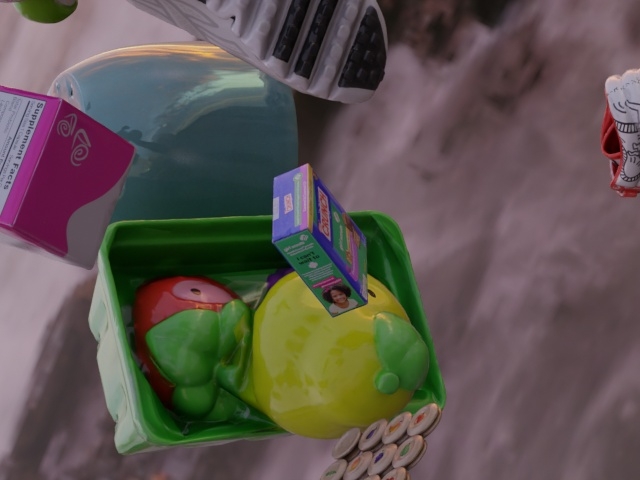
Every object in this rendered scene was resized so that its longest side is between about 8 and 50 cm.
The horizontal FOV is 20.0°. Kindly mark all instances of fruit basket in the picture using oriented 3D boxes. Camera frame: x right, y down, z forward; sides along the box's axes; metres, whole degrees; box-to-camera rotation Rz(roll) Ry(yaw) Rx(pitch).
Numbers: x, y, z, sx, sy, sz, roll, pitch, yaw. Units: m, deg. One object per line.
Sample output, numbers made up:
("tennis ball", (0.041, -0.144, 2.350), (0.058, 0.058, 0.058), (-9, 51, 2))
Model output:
("fruit basket", (-0.030, 0.093, 1.876), (0.392, 0.392, 0.283), (-41, 58, 52))

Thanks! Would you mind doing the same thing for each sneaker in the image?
("sneaker", (-0.076, -0.196, 1.373), (0.118, 0.292, 0.110), (-3, 59, 63))
("sneaker", (0.317, -0.060, 1.519), (0.145, 0.270, 0.090), (-16, 50, 12))

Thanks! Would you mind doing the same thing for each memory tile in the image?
("memory tile", (0.044, 0.199, 1.617), (0.148, 0.012, 0.113), (-27, 26, 50))

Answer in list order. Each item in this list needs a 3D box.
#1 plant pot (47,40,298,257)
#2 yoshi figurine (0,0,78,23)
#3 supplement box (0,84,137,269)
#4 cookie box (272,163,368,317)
("plant pot", (-0.193, -0.098, 2.108), (0.293, 0.235, 0.293), (-13, 75, 62))
("yoshi figurine", (-0.231, -0.296, 1.436), (0.362, 0.203, 0.203), (59, -129, -68))
("supplement box", (-0.277, -0.063, 1.463), (0.220, 0.111, 0.114), (15, 79, 32))
("cookie box", (0.000, 0.000, 1.632), (0.040, 0.107, 0.092), (-24, 38, 20))
